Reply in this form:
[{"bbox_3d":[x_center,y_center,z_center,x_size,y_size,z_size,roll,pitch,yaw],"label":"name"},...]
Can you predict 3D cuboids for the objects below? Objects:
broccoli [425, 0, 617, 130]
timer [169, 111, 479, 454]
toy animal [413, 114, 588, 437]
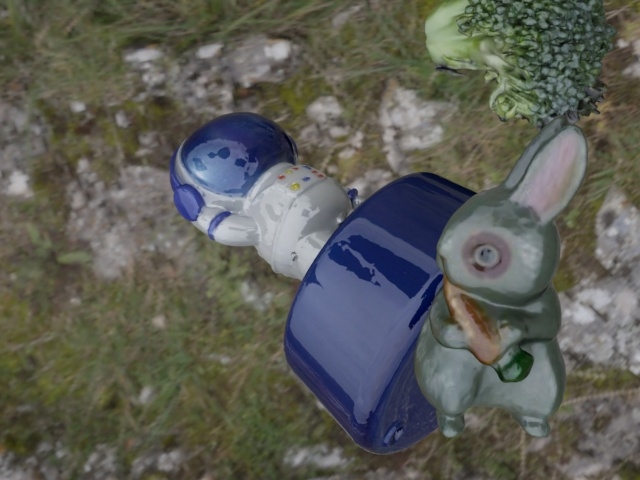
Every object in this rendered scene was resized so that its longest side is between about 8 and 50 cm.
[{"bbox_3d":[0.306,-0.316,1.825,0.272,0.324,0.334,14,124,62],"label":"broccoli"},{"bbox_3d":[0.000,0.000,1.292,0.383,0.270,0.270,36,118,25],"label":"timer"},{"bbox_3d":[0.122,0.026,0.923,0.108,0.138,0.236,-6,111,-12],"label":"toy animal"}]
